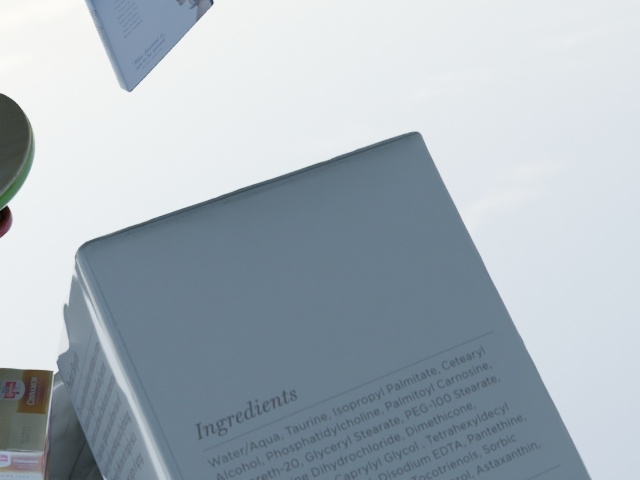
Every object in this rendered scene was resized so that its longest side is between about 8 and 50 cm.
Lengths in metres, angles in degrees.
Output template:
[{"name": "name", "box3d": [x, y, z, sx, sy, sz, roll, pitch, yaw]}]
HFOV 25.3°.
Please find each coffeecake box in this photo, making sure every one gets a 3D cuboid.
[{"name": "coffeecake box", "box3d": [-0.327, 0.253, 1.533, 0.068, 0.185, 0.142, 4, -149, -7]}]

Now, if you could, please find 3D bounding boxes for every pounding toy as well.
[{"name": "pounding toy", "box3d": [-0.426, -0.078, 1.675, 0.237, 0.110, 0.183, 14, -115, 24]}]

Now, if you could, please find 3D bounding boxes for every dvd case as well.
[{"name": "dvd case", "box3d": [-0.218, -0.324, 1.772, 0.022, 0.253, 0.180, 29, -114, 25]}]

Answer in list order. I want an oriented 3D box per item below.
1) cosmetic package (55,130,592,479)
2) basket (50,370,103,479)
[{"name": "cosmetic package", "box3d": [-0.011, 0.177, 1.267, 0.328, 0.393, 0.329, -20, 166, -20]}, {"name": "basket", "box3d": [-0.298, 0.383, 2.203, 0.328, 0.266, 0.331, 21, -126, 17]}]
